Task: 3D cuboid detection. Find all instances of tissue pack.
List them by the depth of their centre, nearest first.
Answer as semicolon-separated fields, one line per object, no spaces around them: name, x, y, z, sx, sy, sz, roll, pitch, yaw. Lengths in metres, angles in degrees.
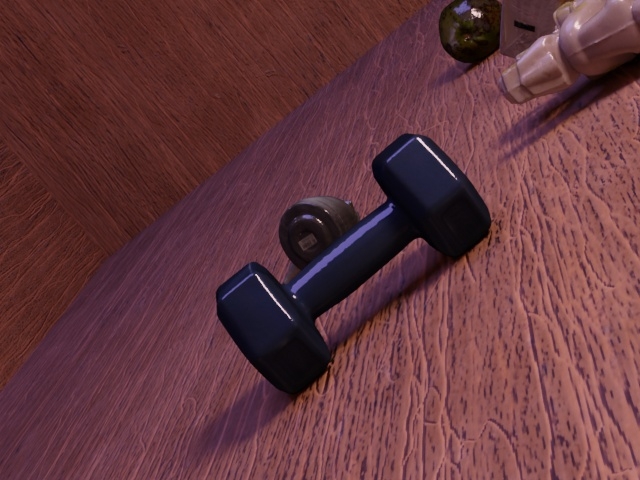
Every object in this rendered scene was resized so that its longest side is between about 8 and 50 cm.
tissue pack;0.392;-0.386;1.711;0.229;0.145;0.159;-48;-29;-35

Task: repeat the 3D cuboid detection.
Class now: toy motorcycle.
toy motorcycle;0.379;-0.275;1.398;0.341;0.108;0.223;-30;8;16

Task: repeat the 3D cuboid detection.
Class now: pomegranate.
pomegranate;0.307;-0.405;2.146;0.138;0.163;0.125;-50;44;32

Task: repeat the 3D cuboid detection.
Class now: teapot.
teapot;0.009;0.000;1.623;0.111;0.149;0.108;14;26;29

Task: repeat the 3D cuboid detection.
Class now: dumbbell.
dumbbell;0.035;0.023;1.281;0.325;0.160;0.144;-39;-19;-1
